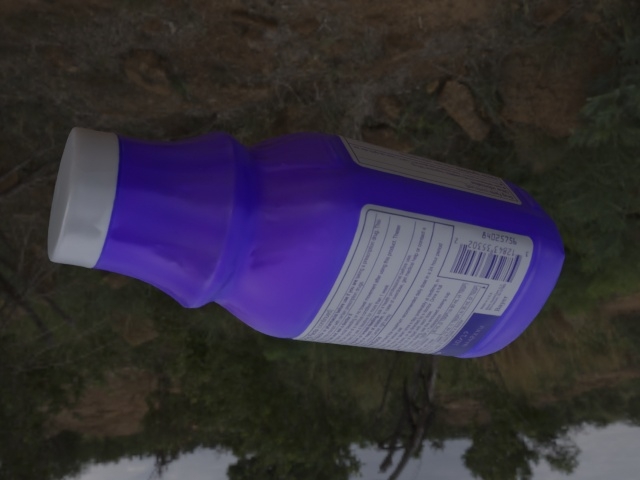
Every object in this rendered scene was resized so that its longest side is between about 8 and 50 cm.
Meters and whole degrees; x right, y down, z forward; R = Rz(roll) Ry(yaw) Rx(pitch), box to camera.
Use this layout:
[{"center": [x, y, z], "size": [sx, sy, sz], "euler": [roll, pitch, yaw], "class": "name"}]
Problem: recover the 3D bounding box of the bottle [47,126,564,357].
[{"center": [0.000, 0.000, 0.393], "size": [0.283, 0.092, 0.118], "euler": [10, 124, -26], "class": "bottle"}]
